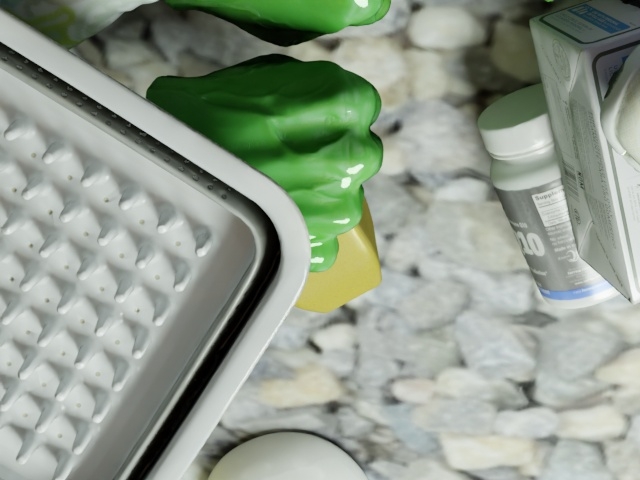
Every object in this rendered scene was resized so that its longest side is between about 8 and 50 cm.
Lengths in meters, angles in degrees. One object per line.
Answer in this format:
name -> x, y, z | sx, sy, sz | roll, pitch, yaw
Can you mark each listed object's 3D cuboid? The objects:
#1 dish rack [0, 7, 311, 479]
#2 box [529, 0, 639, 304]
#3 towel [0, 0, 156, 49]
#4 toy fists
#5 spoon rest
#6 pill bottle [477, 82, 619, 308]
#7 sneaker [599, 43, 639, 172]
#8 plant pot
dish rack -> -0.197, 0.009, 0.809 | 0.333, 0.072, 0.285 | 32, 106, -4
box -> 0.288, -0.092, 0.847 | 0.290, 0.087, 0.169 | -17, 112, -7
towel -> -0.285, -0.220, 0.822 | 0.374, 0.090, 0.320 | -23, 114, 32
toy fists -> -0.024, -0.118, 0.861 | 0.142, 0.096, 0.279 | 4, 90, 15
spoon rest -> 0.001, 0.276, 1.091 | 0.137, 0.084, 0.276 | -19, 98, 11
pill bottle -> 0.159, -0.031, 0.930 | 0.078, 0.078, 0.137 | -21, 111, 13
sneaker -> 0.291, -0.037, 0.758 | 0.292, 0.118, 0.110 | 18, 106, -16
plant pot -> 0.000, 0.000, 0.957 | 0.081, 0.081, 0.083 | -30, 123, 16
